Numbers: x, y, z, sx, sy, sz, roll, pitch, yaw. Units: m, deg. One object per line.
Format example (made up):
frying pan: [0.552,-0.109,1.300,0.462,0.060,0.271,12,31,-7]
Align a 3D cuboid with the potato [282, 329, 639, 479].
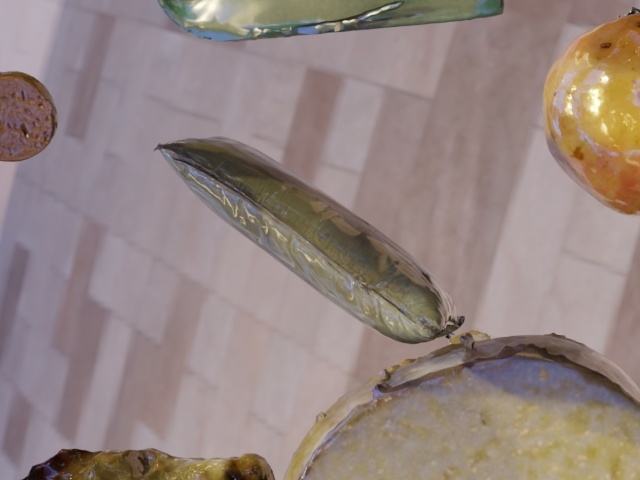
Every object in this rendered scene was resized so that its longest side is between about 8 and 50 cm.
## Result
potato: [0.146,0.286,1.792,0.442,0.385,0.319,-33,5,3]

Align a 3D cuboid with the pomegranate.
pomegranate: [0.290,-0.108,1.554,0.191,0.191,0.191,-34,49,52]

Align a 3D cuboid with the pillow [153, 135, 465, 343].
pillow: [0.000,0.000,1.553,0.075,0.302,0.185,-57,-9,6]

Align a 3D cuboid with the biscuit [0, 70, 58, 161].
biscuit: [-0.299,-0.128,1.375,0.138,0.205,0.031,-63,1,23]

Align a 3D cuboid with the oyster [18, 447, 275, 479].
oyster: [-0.150,0.227,0.719,0.221,0.361,0.096,59,169,8]

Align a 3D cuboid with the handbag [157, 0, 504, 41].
handbag: [-0.008,-0.289,1.048,0.238,0.089,0.326,-2,107,21]

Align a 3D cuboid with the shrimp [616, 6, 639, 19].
shrimp: [0.397,-0.199,2.137,0.219,0.152,0.046,91,-163,-59]
